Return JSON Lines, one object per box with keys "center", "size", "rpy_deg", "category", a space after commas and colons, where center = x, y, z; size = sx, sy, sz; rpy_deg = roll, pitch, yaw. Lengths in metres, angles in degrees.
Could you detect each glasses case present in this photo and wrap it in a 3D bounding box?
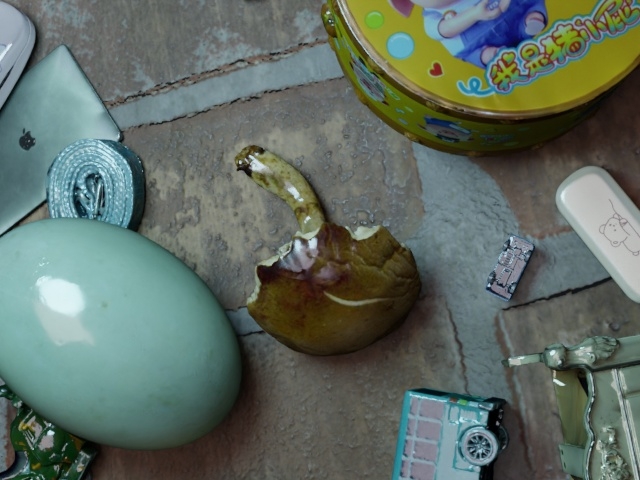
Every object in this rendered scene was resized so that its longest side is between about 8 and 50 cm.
{"center": [0.383, -0.007, 1.412], "size": [0.083, 0.050, 0.196], "rpy_deg": [-40, 77, 9], "category": "glasses case"}
{"center": [-0.542, -0.229, 1.677], "size": [0.113, 0.075, 0.297], "rpy_deg": [33, 92, 26], "category": "glasses case"}

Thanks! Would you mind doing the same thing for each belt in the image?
{"center": [-0.328, -0.066, 1.610], "size": [0.147, 0.082, 0.163], "rpy_deg": [31, 98, 7], "category": "belt"}

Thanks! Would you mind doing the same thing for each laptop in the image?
{"center": [-0.448, -0.152, 1.684], "size": [0.269, 0.015, 0.188], "rpy_deg": [-36, 78, 12], "category": "laptop"}

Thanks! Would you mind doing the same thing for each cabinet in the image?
{"center": [0.405, 0.234, 1.248], "size": [0.318, 0.227, 0.290], "rpy_deg": [-9, 84, -7], "category": "cabinet"}

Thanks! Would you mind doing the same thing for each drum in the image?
{"center": [0.212, -0.320, 1.339], "size": [0.431, 0.214, 0.431], "rpy_deg": [0, 81, -1], "category": "drum"}

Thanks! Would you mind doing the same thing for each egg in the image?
{"center": [-0.283, 0.127, 1.473], "size": [0.389, 0.276, 0.276], "rpy_deg": [34, 98, -11], "category": "egg"}

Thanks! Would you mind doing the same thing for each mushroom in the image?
{"center": [0.014, -0.001, 1.472], "size": [0.233, 0.208, 0.302], "rpy_deg": [4, 75, -23], "category": "mushroom"}

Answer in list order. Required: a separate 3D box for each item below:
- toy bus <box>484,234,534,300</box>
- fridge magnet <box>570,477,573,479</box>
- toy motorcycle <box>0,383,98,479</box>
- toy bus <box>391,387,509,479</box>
{"center": [0.252, 0.036, 1.452], "size": [0.038, 0.046, 0.083], "rpy_deg": [26, 97, 16], "category": "toy bus"}
{"center": [0.389, 0.317, 1.387], "size": [0.143, 0.063, 0.143], "rpy_deg": [0, 88, 6], "category": "fridge magnet"}
{"center": [-0.424, 0.308, 1.604], "size": [0.187, 0.125, 0.275], "rpy_deg": [27, 95, 7], "category": "toy motorcycle"}
{"center": [0.158, 0.325, 1.426], "size": [0.147, 0.128, 0.256], "rpy_deg": [9, 88, 19], "category": "toy bus"}
